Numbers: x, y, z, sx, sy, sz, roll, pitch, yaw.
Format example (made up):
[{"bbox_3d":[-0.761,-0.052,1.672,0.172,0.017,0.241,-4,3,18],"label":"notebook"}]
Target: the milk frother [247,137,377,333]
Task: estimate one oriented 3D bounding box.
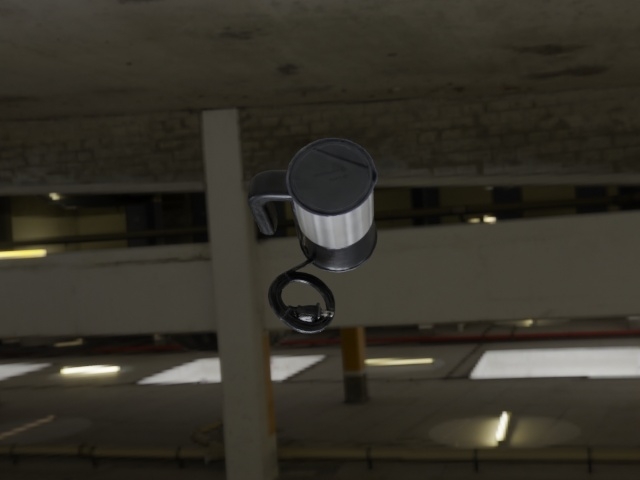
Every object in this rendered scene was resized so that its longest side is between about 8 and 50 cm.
[{"bbox_3d":[0.000,0.000,0.805,0.129,0.143,0.135,-14,155,-1],"label":"milk frother"}]
